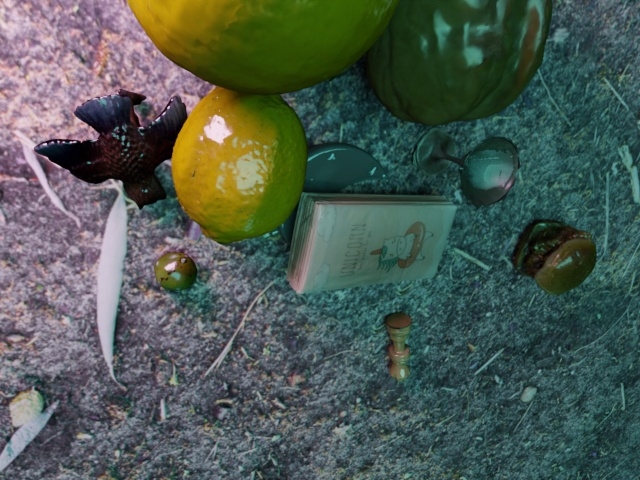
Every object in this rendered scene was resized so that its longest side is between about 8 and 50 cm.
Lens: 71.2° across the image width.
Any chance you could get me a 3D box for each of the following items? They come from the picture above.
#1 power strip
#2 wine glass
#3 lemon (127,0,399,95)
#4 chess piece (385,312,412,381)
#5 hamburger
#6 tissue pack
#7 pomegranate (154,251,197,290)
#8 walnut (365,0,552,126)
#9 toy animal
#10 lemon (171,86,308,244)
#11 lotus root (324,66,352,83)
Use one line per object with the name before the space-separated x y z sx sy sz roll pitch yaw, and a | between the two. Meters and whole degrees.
power strip | -0.004 -0.075 0.814 0.253 0.054 0.167 -45 116 3
wine glass | 0.247 -0.142 0.794 0.122 0.183 0.122 -8 115 -17
lemon | -0.059 -0.331 0.504 0.347 0.348 0.348 -6 113 -15
chess piece | 0.178 0.248 1.007 0.060 0.060 0.172 -13 117 -12
hamburger | 0.538 0.044 0.994 0.184 0.131 0.159 3 114 -23
tissue pack | 0.101 0.000 0.820 0.325 0.071 0.170 -3 118 -34
pomegranate | -0.253 0.059 0.786 0.073 0.073 0.085 -10 150 -14
walnut | 0.204 -0.317 0.670 0.253 0.282 0.277 8 123 21
toy animal | -0.288 -0.126 0.666 0.218 0.116 0.180 -23 116 -15
lemon | -0.119 -0.115 0.677 0.204 0.204 0.260 13 105 -22
lotus root | 0.029 -0.331 0.700 0.088 0.088 0.165 9 101 -21
